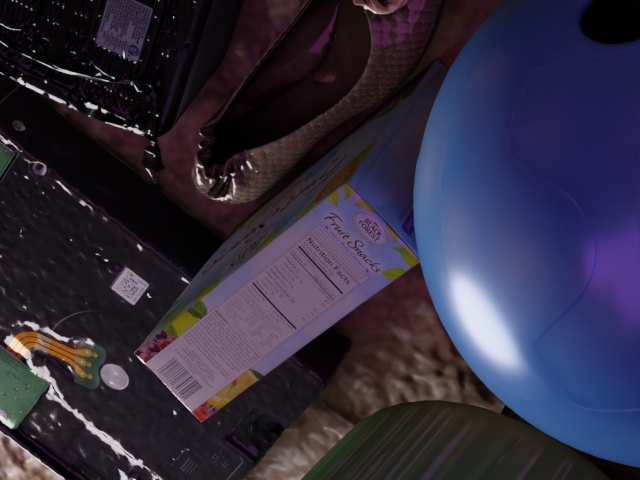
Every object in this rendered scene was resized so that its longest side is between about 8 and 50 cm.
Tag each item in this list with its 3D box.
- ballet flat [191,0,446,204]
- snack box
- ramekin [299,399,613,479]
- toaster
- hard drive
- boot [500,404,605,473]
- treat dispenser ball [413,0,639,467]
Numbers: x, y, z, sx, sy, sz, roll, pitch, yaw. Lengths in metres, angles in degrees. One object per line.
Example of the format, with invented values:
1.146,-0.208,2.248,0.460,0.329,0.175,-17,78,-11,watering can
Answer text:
-0.009,-0.105,1.218,0.250,0.058,0.084,-44,61,39,ballet flat
0.000,0.000,1.219,0.070,0.174,0.207,45,126,-7,snack box
0.093,0.248,1.278,0.303,0.148,0.303,23,139,22,ramekin
-0.133,-0.165,1.214,0.168,0.110,0.185,26,126,7,toaster
-0.175,0.050,1.393,0.339,0.064,0.237,37,127,-3,hard drive
0.179,0.164,1.312,0.152,0.073,0.197,33,139,2,boot
0.194,-0.020,1.054,0.288,0.288,0.288,11,123,17,treat dispenser ball
